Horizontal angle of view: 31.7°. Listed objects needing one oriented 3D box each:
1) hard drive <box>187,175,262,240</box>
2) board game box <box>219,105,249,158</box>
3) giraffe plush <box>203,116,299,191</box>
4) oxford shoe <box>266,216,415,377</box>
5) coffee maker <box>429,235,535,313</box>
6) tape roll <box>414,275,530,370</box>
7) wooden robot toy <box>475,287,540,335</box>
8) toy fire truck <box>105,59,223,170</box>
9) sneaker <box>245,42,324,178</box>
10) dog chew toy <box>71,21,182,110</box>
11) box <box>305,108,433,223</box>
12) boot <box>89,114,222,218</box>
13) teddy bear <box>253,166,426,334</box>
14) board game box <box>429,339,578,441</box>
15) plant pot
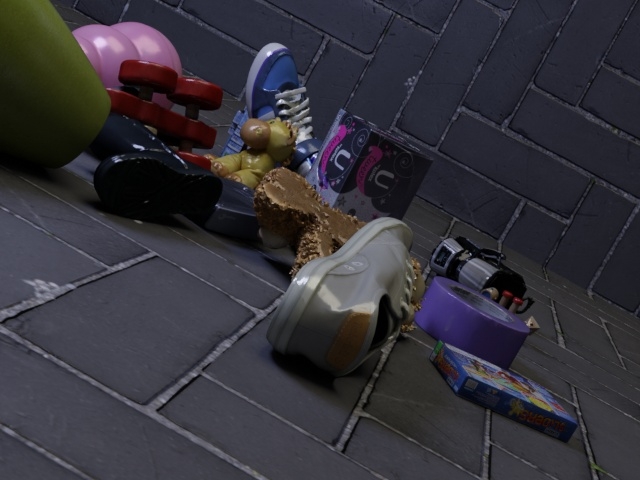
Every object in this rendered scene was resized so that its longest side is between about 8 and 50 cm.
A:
[{"bbox_3d":[-0.158,-0.059,1.898,0.172,0.054,0.255,33,12,28],"label":"hard drive"},{"bbox_3d":[-0.156,-0.266,2.538,0.060,0.194,0.194,29,9,5],"label":"board game box"},{"bbox_3d":[-0.116,-0.161,2.184,0.181,0.170,0.210,35,12,35],"label":"giraffe plush"},{"bbox_3d":[0.061,0.077,1.500,0.130,0.169,0.449,27,17,11],"label":"oxford shoe"},{"bbox_3d":[0.341,0.083,2.418,0.178,0.120,0.171,40,-8,45],"label":"coffee maker"},{"bbox_3d":[0.259,0.142,1.940,0.189,0.080,0.189,27,11,-5],"label":"tape roll"},{"bbox_3d":[0.346,0.139,2.231,0.173,0.076,0.079,33,22,28],"label":"wooden robot toy"},{"bbox_3d":[-0.333,-0.211,1.984,0.254,0.169,0.302,6,-5,34],"label":"toy fire truck"},{"bbox_3d":[-0.037,-0.220,2.301,0.236,0.322,0.130,27,31,38],"label":"sneaker"},{"bbox_3d":[-0.414,-0.320,2.152,0.207,0.206,0.332,32,19,23],"label":"dog chew toy"},{"bbox_3d":[0.069,-0.094,2.124,0.163,0.247,0.142,21,11,-32],"label":"box"},{"bbox_3d":[-0.293,-0.117,1.692,0.207,0.094,0.246,32,17,32],"label":"boot"},{"bbox_3d":[0.025,0.028,1.790,0.338,0.113,0.245,28,35,-16],"label":"teddy bear"},{"bbox_3d":[0.272,0.224,1.687,0.201,0.035,0.136,25,11,-18],"label":"board game box"},{"bbox_3d":[-0.442,-0.239,1.556,0.293,0.275,0.275,41,1,-34],"label":"plant pot"}]
